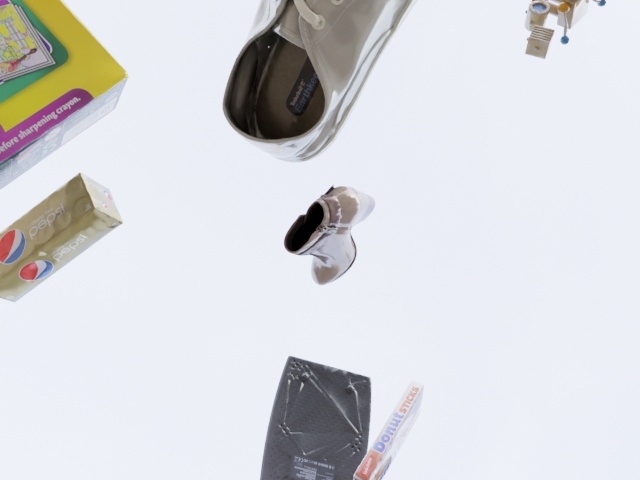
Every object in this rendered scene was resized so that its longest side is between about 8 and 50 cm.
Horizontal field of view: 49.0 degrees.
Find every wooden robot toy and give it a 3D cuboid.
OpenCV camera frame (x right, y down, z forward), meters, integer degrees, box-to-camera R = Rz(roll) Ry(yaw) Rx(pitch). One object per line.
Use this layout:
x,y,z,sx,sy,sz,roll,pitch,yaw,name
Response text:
0.312,-0.316,0.901,0.076,0.173,0.079,36,-24,23,wooden robot toy

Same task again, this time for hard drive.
-0.008,0.331,1.169,0.172,0.254,0.054,16,-36,-7,hard drive

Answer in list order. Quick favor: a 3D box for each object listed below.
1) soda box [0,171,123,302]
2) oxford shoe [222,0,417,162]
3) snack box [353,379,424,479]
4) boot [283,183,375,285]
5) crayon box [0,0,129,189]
-0.337,-0.002,0.864,0.181,0.058,0.061,-35,-117,9,soda box
0.017,-0.276,0.727,0.169,0.130,0.449,34,-63,19,oxford shoe
0.090,0.266,0.922,0.022,0.178,0.064,20,-49,23,snack box
0.000,0.000,0.613,0.042,0.087,0.118,41,-60,24,boot
-0.451,-0.182,0.741,0.313,0.363,0.106,48,-30,-6,crayon box
